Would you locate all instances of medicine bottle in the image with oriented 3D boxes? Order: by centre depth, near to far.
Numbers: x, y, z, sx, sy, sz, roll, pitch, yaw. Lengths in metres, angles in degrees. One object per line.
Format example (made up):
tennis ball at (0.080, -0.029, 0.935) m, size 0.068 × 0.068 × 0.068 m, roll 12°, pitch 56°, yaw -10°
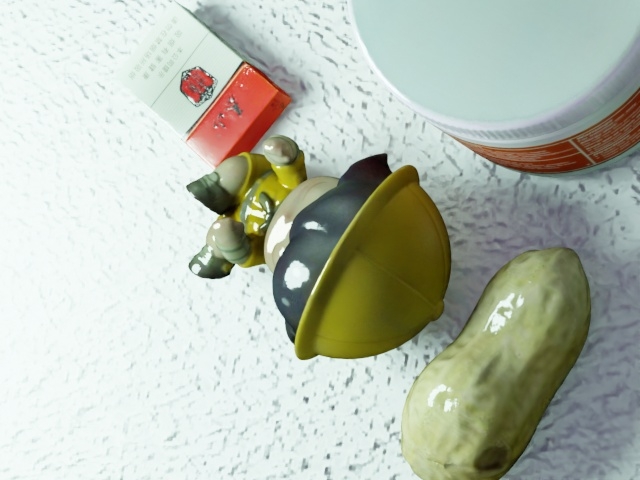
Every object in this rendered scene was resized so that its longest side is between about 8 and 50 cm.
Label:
medicine bottle at (0.176, -0.191, 1.183) m, size 0.253 × 0.241 × 0.252 m, roll -3°, pitch 82°, yaw 20°

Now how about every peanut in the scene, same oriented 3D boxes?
peanut at (0.152, 0.109, 1.220) m, size 0.236 × 0.120 × 0.110 m, roll -60°, pitch 29°, yaw 11°

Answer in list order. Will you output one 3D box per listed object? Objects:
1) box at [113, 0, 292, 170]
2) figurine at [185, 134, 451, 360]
box at (-0.115, -0.148, 1.397) m, size 0.152 × 0.048 × 0.100 m, roll 43°, pitch 101°, yaw 23°
figurine at (0.004, 0.000, 1.273) m, size 0.257 × 0.167 × 0.192 m, roll 35°, pitch 111°, yaw 44°
